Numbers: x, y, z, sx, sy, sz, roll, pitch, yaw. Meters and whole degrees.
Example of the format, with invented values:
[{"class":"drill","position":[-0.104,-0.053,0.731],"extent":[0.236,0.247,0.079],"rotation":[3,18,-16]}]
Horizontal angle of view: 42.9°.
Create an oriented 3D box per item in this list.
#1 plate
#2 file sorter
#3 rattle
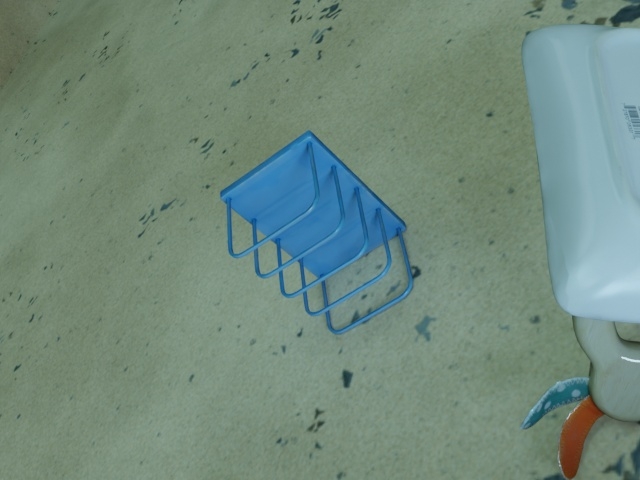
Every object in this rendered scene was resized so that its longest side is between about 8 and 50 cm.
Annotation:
[{"class":"plate","position":[0.284,-0.061,0.540],"extent":[0.278,0.045,0.277],"rotation":[4,50,2]},{"class":"file sorter","position":[0.000,0.000,0.824],"extent":[0.118,0.170,0.104],"rotation":[-33,39,21]},{"class":"rattle","position":[0.225,0.062,0.609],"extent":[0.142,0.130,0.199],"rotation":[-99,31,-62]}]
